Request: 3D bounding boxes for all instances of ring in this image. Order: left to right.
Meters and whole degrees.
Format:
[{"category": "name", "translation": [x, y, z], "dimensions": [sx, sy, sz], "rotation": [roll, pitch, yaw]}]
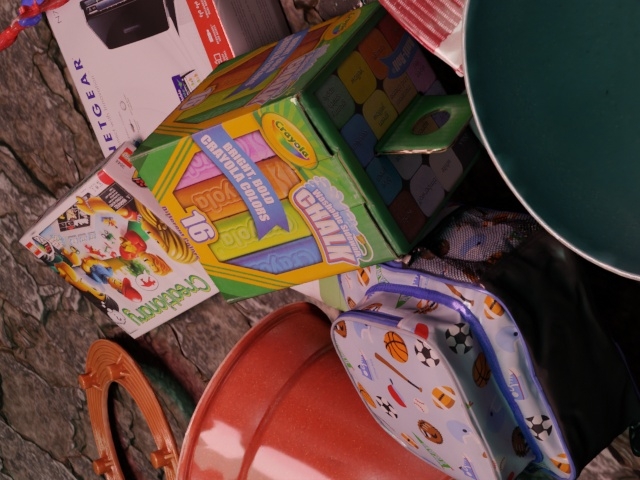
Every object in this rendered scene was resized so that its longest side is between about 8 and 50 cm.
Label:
[{"category": "ring", "translation": [-0.249, 0.292, 2.081], "dimensions": [0.336, 0.032, 0.336], "rotation": [42, 141, 48]}]

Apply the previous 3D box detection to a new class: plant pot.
[{"category": "plant pot", "translation": [0.040, 0.239, 1.618], "dimensions": [0.265, 0.272, 0.272], "rotation": [25, 130, 27]}, {"category": "plant pot", "translation": [0.274, -0.139, 1.139], "dimensions": [0.290, 0.195, 0.290], "rotation": [27, 131, 36]}]

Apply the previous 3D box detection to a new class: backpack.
[{"category": "backpack", "translation": [0.136, 0.089, 1.434], "dimensions": [0.263, 0.213, 0.276], "rotation": [25, 141, 59]}]

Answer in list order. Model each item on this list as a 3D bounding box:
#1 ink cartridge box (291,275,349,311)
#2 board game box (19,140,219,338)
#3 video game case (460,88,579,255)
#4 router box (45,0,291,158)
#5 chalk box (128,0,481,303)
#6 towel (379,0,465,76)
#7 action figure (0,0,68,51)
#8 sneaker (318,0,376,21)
[{"category": "ink cartridge box", "translation": [0.000, 0.000, 1.654], "dimensions": [0.209, 0.062, 0.109], "rotation": [23, 129, 39]}, {"category": "board game box", "translation": [-0.221, 0.007, 1.848], "dimensions": [0.193, 0.053, 0.305], "rotation": [41, 150, -11]}, {"category": "video game case", "translation": [0.221, -0.101, 1.368], "dimensions": [0.183, 0.023, 0.201], "rotation": [55, 142, 9]}, {"category": "router box", "translation": [-0.178, -0.255, 1.682], "dimensions": [0.301, 0.082, 0.335], "rotation": [-10, 105, 51]}, {"category": "chalk box", "translation": [0.010, -0.086, 1.418], "dimensions": [0.289, 0.180, 0.179], "rotation": [-17, 114, 41]}, {"category": "towel", "translation": [0.086, -0.326, 1.309], "dimensions": [0.329, 0.037, 0.237], "rotation": [48, 115, 16]}, {"category": "action figure", "translation": [-0.326, -0.265, 1.673], "dimensions": [0.280, 0.139, 0.091], "rotation": [-21, 97, 50]}, {"category": "sneaker", "translation": [0.036, -0.207, 1.496], "dimensions": [0.089, 0.051, 0.170], "rotation": [30, 128, 35]}]
